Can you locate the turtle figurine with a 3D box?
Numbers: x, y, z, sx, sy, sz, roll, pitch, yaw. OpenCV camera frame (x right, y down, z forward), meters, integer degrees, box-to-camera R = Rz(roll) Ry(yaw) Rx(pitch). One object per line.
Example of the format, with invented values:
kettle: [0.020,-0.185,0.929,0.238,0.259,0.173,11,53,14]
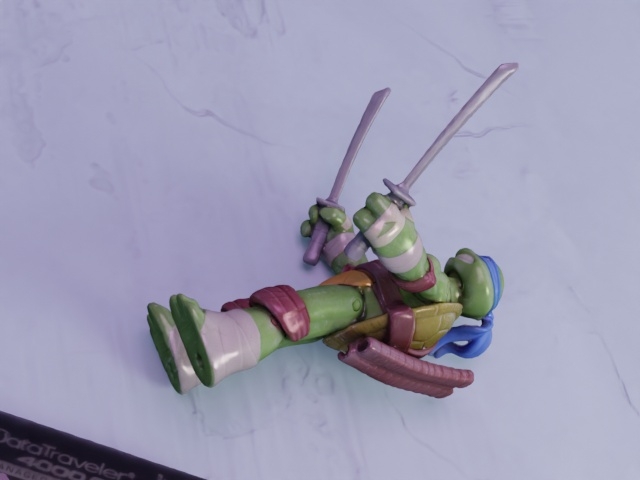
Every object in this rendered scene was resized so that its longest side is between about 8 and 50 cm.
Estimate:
turtle figurine: [0.000,0.000,1.078,0.266,0.275,0.198,-20,31,-21]

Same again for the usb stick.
usb stick: [-0.196,0.166,1.003,0.278,0.045,0.077,19,48,-3]
